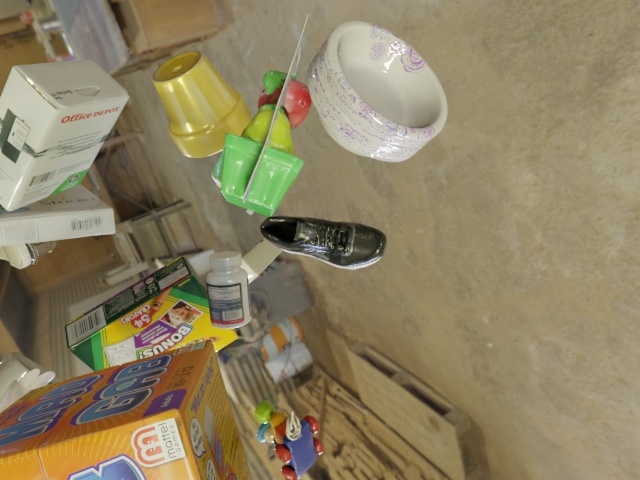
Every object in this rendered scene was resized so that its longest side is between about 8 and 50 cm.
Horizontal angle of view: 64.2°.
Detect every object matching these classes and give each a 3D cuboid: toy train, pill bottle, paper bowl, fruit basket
[{"bbox_3d":[-0.084,0.386,1.075,0.143,0.105,0.248,27,140,35],"label":"toy train"},{"bbox_3d":[-0.236,0.123,1.307,0.108,0.107,0.180,19,115,60],"label":"pill bottle"},{"bbox_3d":[0.103,-0.286,1.031,0.284,0.284,0.148,60,141,10],"label":"paper bowl"},{"bbox_3d":[-0.106,-0.234,1.045,0.327,0.165,0.354,172,110,-83],"label":"fruit basket"}]

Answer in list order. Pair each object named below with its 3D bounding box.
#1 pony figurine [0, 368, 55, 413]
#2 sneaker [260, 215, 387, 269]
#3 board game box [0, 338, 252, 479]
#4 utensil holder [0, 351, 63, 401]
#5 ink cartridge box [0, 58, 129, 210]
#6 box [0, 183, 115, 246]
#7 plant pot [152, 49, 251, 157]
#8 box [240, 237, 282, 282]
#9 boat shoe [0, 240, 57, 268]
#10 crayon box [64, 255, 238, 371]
[{"bbox_3d":[-0.626,0.516,1.105,0.302,0.363,0.351,37,-152,-19],"label":"pony figurine"},{"bbox_3d":[0.000,0.000,1.122,0.124,0.283,0.107,20,-104,-67],"label":"sneaker"},{"bbox_3d":[-0.317,0.413,0.810,0.356,0.355,0.357,-149,44,-84],"label":"board game box"},{"bbox_3d":[-0.938,0.577,1.515,0.327,0.386,0.328,30,157,15],"label":"utensil holder"},{"bbox_3d":[-0.403,-0.161,0.765,0.087,0.153,0.208,44,119,-2],"label":"ink cartridge box"},{"bbox_3d":[-0.584,-0.062,1.051,0.322,0.232,0.059,21,115,51],"label":"box"},{"bbox_3d":[-0.368,-0.418,1.524,0.254,0.254,0.239,40,164,45],"label":"plant pot"},{"bbox_3d":[-0.250,0.073,2.028,0.094,0.275,0.113,48,120,-4],"label":"box"},{"bbox_3d":[-0.808,-0.016,1.326,0.324,0.096,0.117,16,123,35],"label":"boat shoe"},{"bbox_3d":[-0.463,0.261,1.449,0.106,0.362,0.313,49,167,46],"label":"crayon box"}]
